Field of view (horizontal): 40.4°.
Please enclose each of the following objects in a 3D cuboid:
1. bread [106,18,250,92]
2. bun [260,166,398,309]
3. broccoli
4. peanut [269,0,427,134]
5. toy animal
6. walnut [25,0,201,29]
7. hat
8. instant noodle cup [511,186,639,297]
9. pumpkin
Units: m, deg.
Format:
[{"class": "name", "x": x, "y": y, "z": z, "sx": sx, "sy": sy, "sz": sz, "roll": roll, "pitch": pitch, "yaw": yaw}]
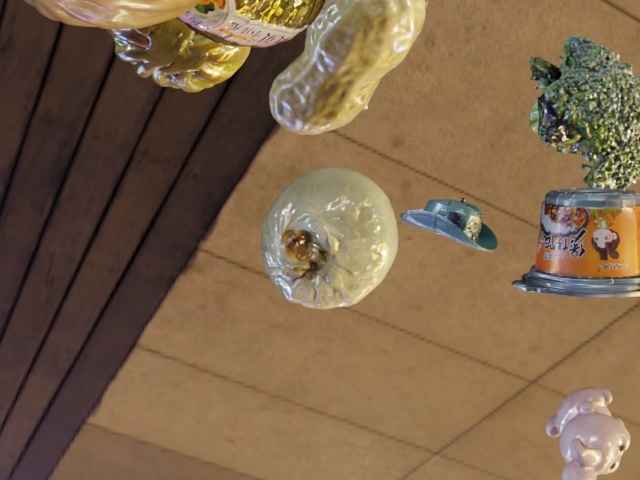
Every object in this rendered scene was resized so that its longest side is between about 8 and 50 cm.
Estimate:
[{"class": "bread", "x": -0.286, "y": -0.436, "z": 1.766, "sx": 0.332, "sy": 0.160, "sz": 0.333, "roll": -6, "pitch": 141, "yaw": -5}, {"class": "bun", "x": 0.000, "y": 0.000, "z": 1.250, "sx": 0.222, "sy": 0.223, "sz": 0.127, "roll": -21, "pitch": 172, "yaw": 26}, {"class": "broccoli", "x": 0.631, "y": -0.302, "z": 2.041, "sx": 0.317, "sy": 0.277, "sz": 0.338, "roll": 32, "pitch": 177, "yaw": 33}, {"class": "peanut", "x": 0.033, "y": -0.269, "z": 1.297, "sx": 0.149, "sy": 0.149, "sz": 0.313, "roll": 24, "pitch": 135, "yaw": -18}, {"class": "toy animal", "x": 0.417, "y": 0.317, "z": 1.328, "sx": 0.124, "sy": 0.212, "sz": 0.124, "roll": 4, "pitch": 111, "yaw": 10}, {"class": "walnut", "x": -0.146, "y": -0.311, "z": 0.612, "sx": 0.332, "sy": 0.333, "sz": 0.333, "roll": 3, "pitch": 137, "yaw": 3}, {"class": "hat", "x": 0.237, "y": -0.042, "z": 1.562, "sx": 0.190, "sy": 0.078, "sz": 0.138, "roll": 23, "pitch": -170, "yaw": 38}, {"class": "instant noodle cup", "x": 0.351, "y": -0.003, "z": 1.122, "sx": 0.208, "sy": 0.126, "sz": 0.177, "roll": -6, "pitch": -169, "yaw": -32}, {"class": "pumpkin", "x": -0.115, "y": -0.356, "z": 1.053, "sx": 0.189, "sy": 0.260, "sz": 0.260, "roll": -17, "pitch": 134, "yaw": 39}]
